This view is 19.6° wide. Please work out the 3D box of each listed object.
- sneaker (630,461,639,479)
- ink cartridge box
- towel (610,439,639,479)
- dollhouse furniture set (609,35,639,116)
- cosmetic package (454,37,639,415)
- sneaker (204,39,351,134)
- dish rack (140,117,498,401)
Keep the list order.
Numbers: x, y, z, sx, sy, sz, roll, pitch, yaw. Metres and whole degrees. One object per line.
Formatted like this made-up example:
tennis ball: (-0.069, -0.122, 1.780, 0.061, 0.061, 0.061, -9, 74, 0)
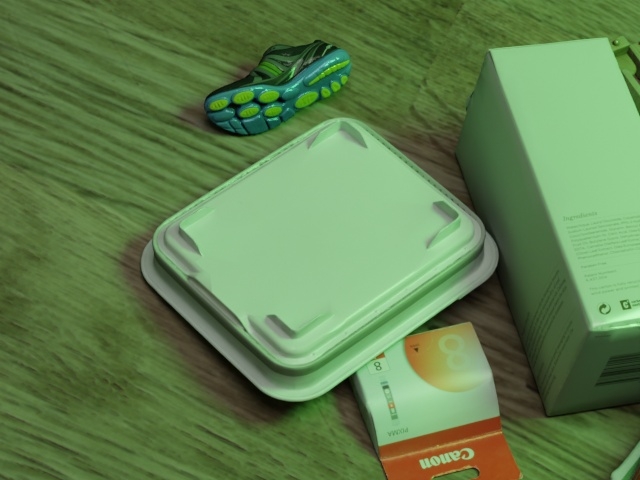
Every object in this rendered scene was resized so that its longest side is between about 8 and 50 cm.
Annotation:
sneaker: (0.458, 0.189, 1.891, 0.180, 0.124, 0.321, 35, 67, 3)
ink cartridge box: (0.120, 0.182, 1.953, 0.145, 0.045, 0.179, -12, 57, -16)
towel: (0.474, 0.288, 1.919, 0.325, 0.038, 0.248, 36, 47, 13)
dollhouse furniture set: (0.392, -0.197, 2.199, 0.151, 0.123, 0.144, -20, 62, -21)
cosmetic package: (0.279, -0.019, 2.021, 0.155, 0.197, 0.366, -7, 60, -13)
sneaker: (-0.055, -0.182, 2.163, 0.188, 0.067, 0.078, -27, 43, -22)
dish rack: (0.000, 0.000, 2.015, 0.333, 0.072, 0.285, -34, 59, -26)
